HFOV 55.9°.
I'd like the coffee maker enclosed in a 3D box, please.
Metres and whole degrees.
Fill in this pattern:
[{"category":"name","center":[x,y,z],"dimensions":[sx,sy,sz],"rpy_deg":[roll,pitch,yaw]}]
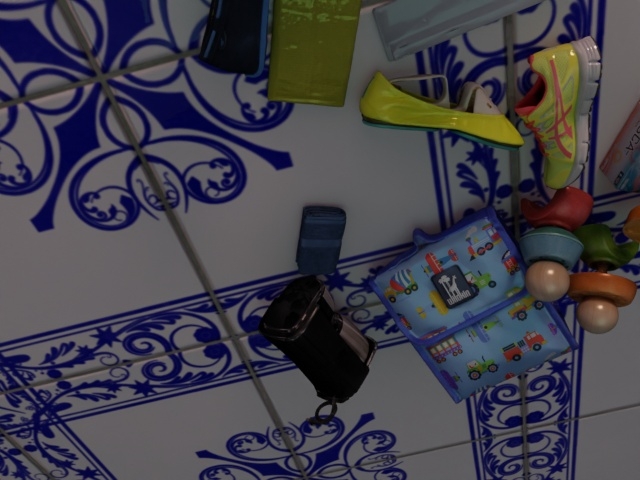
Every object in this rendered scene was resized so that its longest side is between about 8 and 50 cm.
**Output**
[{"category":"coffee maker","center":[-0.006,0.173,0.965],"dimensions":[0.120,0.171,0.178],"rpy_deg":[-19,129,29]}]

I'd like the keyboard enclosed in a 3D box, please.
[{"category":"keyboard","center":[0.192,-0.291,0.713],"dimensions":[0.256,0.014,0.072],"rpy_deg":[-20,124,9]}]

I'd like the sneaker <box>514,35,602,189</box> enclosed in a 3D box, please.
[{"category":"sneaker","center":[0.302,-0.161,0.796],"dimensions":[0.094,0.081,0.208],"rpy_deg":[-4,123,6]}]

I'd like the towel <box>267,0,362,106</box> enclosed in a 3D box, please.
[{"category":"towel","center":[-0.005,-0.269,0.702],"dimensions":[0.102,0.021,0.237],"rpy_deg":[5,129,-4]}]

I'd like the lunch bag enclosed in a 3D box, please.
[{"category":"lunch bag","center":[0.234,0.086,0.971],"dimensions":[0.221,0.138,0.293],"rpy_deg":[-31,114,19]}]

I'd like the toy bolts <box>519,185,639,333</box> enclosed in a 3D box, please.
[{"category":"toy bolts","center":[0.400,0.032,0.863],"dimensions":[0.228,0.158,0.218],"rpy_deg":[21,160,-18]}]

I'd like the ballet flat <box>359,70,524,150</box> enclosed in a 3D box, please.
[{"category":"ballet flat","center":[0.165,-0.169,0.772],"dimensions":[0.231,0.077,0.077],"rpy_deg":[8,111,-11]}]

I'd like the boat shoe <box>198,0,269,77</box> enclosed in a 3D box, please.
[{"category":"boat shoe","center":[-0.093,-0.288,0.619],"dimensions":[0.089,0.109,0.258],"rpy_deg":[4,126,-6]}]

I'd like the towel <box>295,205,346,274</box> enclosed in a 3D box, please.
[{"category":"towel","center":[0.000,0.000,0.914],"dimensions":[0.067,0.029,0.119],"rpy_deg":[3,128,-9]}]

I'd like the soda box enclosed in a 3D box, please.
[{"category":"soda box","center":[0.462,-0.155,0.822],"dimensions":[0.058,0.063,0.183],"rpy_deg":[7,128,-12]}]
